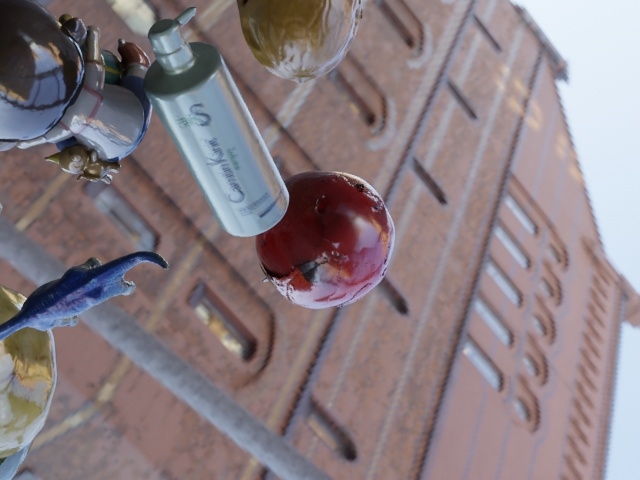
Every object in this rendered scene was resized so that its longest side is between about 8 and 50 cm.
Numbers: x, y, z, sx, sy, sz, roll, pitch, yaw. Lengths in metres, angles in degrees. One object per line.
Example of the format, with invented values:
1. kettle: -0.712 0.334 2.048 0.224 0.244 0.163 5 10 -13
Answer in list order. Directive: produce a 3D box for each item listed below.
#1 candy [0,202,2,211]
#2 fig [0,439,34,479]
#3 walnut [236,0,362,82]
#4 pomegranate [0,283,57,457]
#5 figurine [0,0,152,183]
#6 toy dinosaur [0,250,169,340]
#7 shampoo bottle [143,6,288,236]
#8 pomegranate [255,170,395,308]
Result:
1. candy: -0.537 -0.070 1.808 0.185 0.049 0.056 79 20 -70
2. fig: -0.672 0.359 2.172 0.316 0.316 0.316 -37 -164 13
3. walnut: -0.019 -0.311 1.480 0.167 0.211 0.087 -4 178 -15
4. pomegranate: -0.573 0.201 1.807 0.332 0.332 0.332 -37 -164 13
5. figurine: -0.293 -0.164 1.166 0.158 0.275 0.161 40 -81 33
6. toy dinosaur: -0.323 0.076 1.475 0.247 0.075 0.188 -22 -177 22
7. shampoo bottle: -0.112 -0.117 1.198 0.085 0.262 0.085 -12 -134 13
8. pomegranate: 0.000 0.000 1.724 0.210 0.210 0.235 -51 -166 -32
